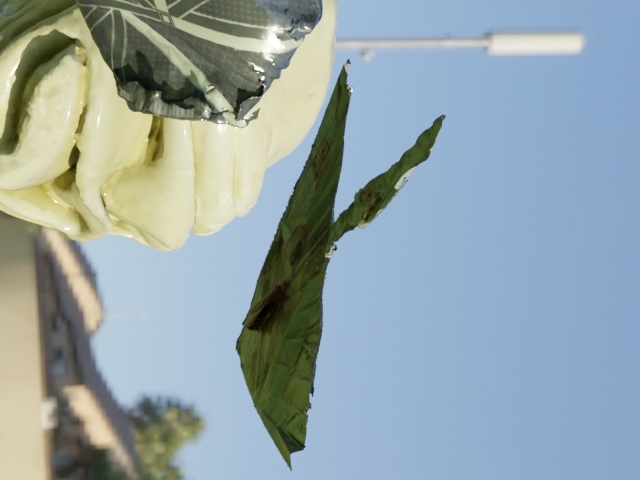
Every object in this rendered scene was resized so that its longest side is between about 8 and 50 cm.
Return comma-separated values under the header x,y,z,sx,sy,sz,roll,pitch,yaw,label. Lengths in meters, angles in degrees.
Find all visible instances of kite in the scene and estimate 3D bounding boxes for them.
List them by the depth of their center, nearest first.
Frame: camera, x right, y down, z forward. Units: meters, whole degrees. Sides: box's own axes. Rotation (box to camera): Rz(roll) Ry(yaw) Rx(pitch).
x,y,z,sx,sy,sz,roll,pitch,yaw,label
0.001,0.000,0.715,0.250,0.012,0.229,134,-32,-55,kite

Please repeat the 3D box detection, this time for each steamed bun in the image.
x,y,z,sx,sy,sz,roll,pitch,yaw,label
-0.136,-0.101,1.103,0.276,0.289,0.203,90,7,-48,steamed bun

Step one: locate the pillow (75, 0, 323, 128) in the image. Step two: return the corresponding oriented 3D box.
x,y,z,sx,sy,sz,roll,pitch,yaw,label
-0.043,-0.219,0.689,0.161,0.092,0.335,27,-71,38,pillow
